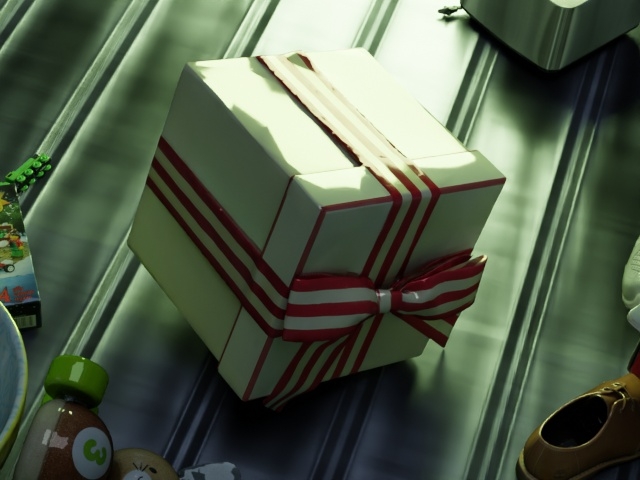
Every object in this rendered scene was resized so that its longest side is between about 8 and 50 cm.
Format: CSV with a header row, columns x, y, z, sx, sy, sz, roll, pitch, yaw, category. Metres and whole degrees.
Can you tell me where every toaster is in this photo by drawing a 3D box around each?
x,y,z,sx,sy,sz,roll,pitch,yaw,category
0.268,-0.297,1.809,0.186,0.110,0.168,-30,57,-28,toaster

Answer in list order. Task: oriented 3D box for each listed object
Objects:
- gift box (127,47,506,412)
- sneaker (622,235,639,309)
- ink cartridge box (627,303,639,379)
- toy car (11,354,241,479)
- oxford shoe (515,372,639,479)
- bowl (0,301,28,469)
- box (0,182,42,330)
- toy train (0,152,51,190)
x,y,z,sx,sy,sz,roll,pitch,yaw,category
0.000,0.000,1.429,0.255,0.276,0.258,-14,47,-35,gift box
0.368,-0.030,1.564,0.105,0.115,0.281,-2,34,32,sneaker
0.442,0.145,1.358,0.272,0.130,0.309,-26,55,-34,ink cartridge box
-0.165,0.211,1.298,0.188,0.149,0.155,19,60,-5,toy car
0.276,0.162,1.427,0.212,0.076,0.076,-28,55,-30,oxford shoe
-0.389,0.163,1.291,0.289,0.156,0.289,4,48,-4,bowl
-0.398,0.030,1.483,0.233,0.044,0.159,-9,51,-15,box
-0.313,-0.064,1.596,0.024,0.017,0.083,21,49,26,toy train
